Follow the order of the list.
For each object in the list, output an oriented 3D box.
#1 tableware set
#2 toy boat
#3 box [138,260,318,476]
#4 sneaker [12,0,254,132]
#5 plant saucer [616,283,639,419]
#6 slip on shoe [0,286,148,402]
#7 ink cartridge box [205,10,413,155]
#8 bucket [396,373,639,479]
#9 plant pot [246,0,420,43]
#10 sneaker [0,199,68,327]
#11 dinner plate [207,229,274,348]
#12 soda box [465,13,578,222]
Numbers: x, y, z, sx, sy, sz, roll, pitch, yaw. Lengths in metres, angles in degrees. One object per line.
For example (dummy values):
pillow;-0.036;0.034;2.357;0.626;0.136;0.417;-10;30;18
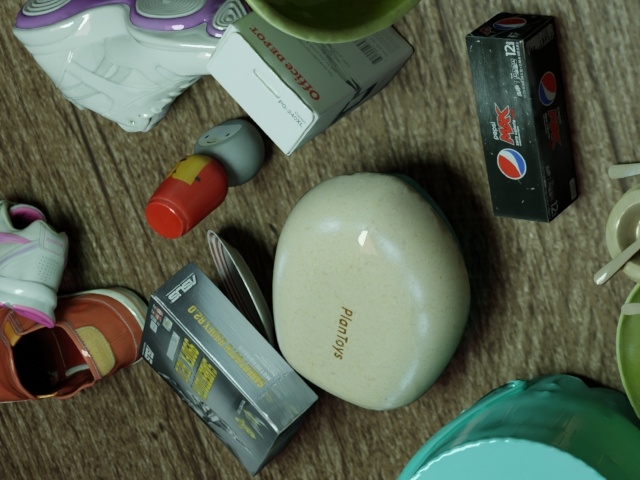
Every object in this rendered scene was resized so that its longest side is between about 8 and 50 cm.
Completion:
tableware set;0.304;-0.011;1.552;0.194;0.039;0.128;-9;85;42
toy boat;0.000;0.000;1.800;0.318;0.148;0.267;30;138;12
box;-0.097;0.133;1.948;0.183;0.056;0.231;47;163;7
sneaker;-0.150;-0.176;1.840;0.305;0.114;0.152;6;134;43
plant saucer;0.361;0.110;1.621;0.241;0.037;0.241;22;128;30
slip on shoe;-0.316;0.127;2.164;0.331;0.101;0.123;-14;108;46
ink cartridge box;-0.010;-0.156;1.680;0.109;0.150;0.063;47;137;6
bucket;0.188;0.268;1.695;0.281;0.183;0.281;3;98;20
plant pot;-0.054;-0.319;1.560;0.254;0.276;0.276;24;131;42
sneaker;-0.342;0.011;2.121;0.103;0.111;0.252;29;175;-40
dinner plate;-0.075;0.051;1.929;0.141;0.017;0.141;58;167;22
soda box;0.169;-0.102;1.634;0.060;0.053;0.169;9;121;37
